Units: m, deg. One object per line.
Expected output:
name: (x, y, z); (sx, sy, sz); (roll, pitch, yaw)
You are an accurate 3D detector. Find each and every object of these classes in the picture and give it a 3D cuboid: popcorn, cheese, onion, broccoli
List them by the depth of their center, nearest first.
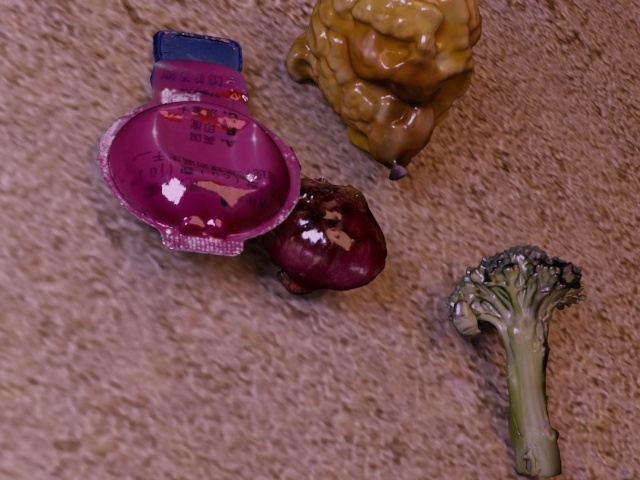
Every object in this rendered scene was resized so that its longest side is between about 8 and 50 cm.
cheese: (-0.092, -0.079, 0.823); (0.155, 0.062, 0.244); (6, 47, -16)
onion: (0.000, 0.000, 0.849); (0.107, 0.097, 0.107); (29, 15, -9)
popcorn: (0.062, -0.169, 0.943); (0.140, 0.194, 0.163); (-28, 50, -29)
broccoli: (0.180, 0.107, 0.953); (0.122, 0.118, 0.204); (21, 64, -70)
